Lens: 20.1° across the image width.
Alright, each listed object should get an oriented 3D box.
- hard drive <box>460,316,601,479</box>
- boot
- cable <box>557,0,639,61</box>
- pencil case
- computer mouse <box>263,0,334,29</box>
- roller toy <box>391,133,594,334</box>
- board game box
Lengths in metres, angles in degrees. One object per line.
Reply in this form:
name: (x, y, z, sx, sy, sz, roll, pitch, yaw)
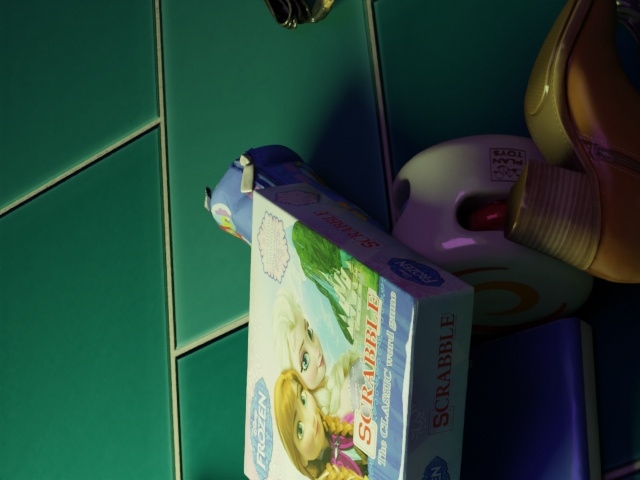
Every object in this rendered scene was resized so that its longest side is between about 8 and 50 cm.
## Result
hard drive: (0.168, 0.248, 1.696, 0.210, 0.040, 0.319, -20, 57, 36)
boot: (0.296, -0.092, 1.627, 0.109, 0.220, 0.283, 117, 167, -63)
cable: (0.283, -0.164, 1.800, 0.150, 0.047, 0.184, -43, 49, 25)
pencil case: (0.000, 0.000, 1.914, 0.119, 0.133, 0.306, -42, 44, -8)
computer mouse: (-0.048, -0.339, 2.052, 0.060, 0.184, 0.262, -38, -6, -28)
roller toy: (0.164, -0.010, 1.719, 0.209, 0.191, 0.146, -20, 56, 35)
board game box: (0.026, 0.142, 1.715, 0.318, 0.066, 0.319, 33, 125, 56)
